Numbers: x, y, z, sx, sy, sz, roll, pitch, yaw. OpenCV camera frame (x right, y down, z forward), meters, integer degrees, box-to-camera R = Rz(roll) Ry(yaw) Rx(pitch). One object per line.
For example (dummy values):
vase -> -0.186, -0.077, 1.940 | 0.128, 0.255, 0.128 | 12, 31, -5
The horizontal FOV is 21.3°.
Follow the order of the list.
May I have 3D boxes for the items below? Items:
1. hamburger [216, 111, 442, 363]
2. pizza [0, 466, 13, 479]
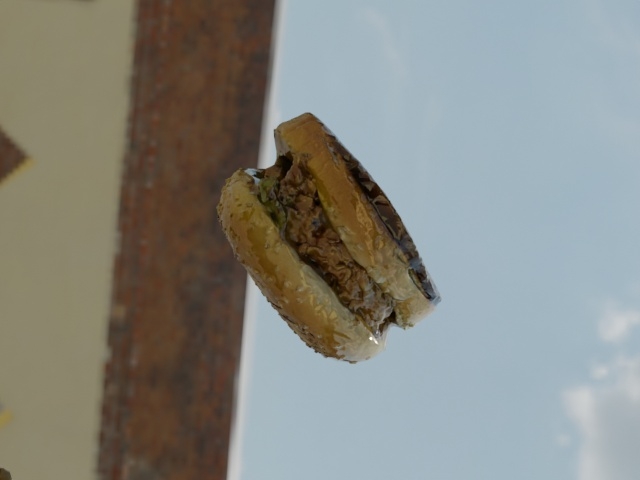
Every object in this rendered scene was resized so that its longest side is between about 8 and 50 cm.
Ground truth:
hamburger -> 0.001, 0.001, 1.265 | 0.182, 0.118, 0.191 | 58, 2, -26
pizza -> -0.323, 0.181, 1.156 | 0.074, 0.251, 0.288 | 111, -27, -75
